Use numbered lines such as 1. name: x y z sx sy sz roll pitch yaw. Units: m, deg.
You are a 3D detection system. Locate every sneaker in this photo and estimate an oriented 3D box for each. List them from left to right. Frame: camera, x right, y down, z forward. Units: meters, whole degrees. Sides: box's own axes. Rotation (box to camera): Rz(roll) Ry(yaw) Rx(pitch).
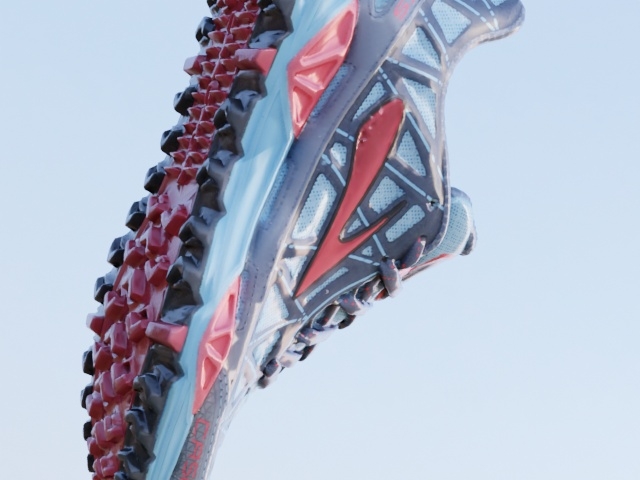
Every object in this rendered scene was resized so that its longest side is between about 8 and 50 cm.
1. sneaker: 0.000 0.000 0.683 0.125 0.262 0.104 20 3 -20
